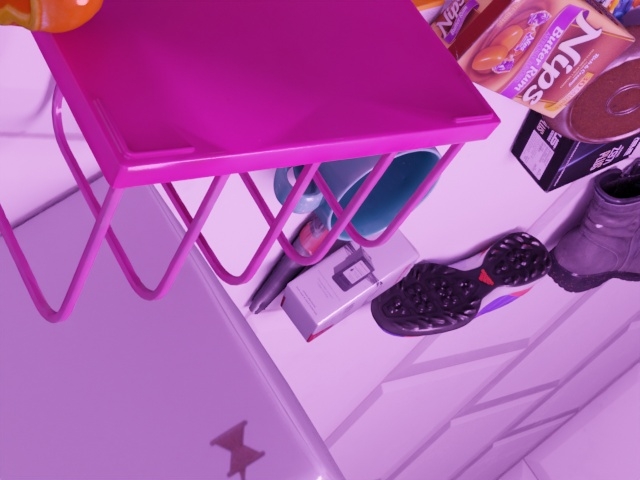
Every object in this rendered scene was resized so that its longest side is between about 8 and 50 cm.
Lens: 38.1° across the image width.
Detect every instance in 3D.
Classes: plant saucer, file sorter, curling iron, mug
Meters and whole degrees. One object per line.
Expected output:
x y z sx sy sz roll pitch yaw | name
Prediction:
0.318 -0.156 0.978 0.168 0.029 0.168 -10 147 -7 | plant saucer
-0.072 -0.084 0.641 0.291 0.202 0.182 -11 150 -38 | file sorter
0.000 0.000 1.053 0.068 0.035 0.274 1 138 -50 | curling iron
0.032 -0.079 0.881 0.129 0.097 0.158 -41 153 17 | mug

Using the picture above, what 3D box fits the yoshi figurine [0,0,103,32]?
-0.005 -0.228 0.481 0.362 0.203 0.203 -23 146 -28 | yoshi figurine

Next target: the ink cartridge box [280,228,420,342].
0.033 0.048 1.104 0.150 0.063 0.109 -34 169 -16 | ink cartridge box

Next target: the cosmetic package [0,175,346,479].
-0.180 0.208 0.870 0.329 0.327 0.393 -31 155 -6 | cosmetic package

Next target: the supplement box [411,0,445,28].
0.063 -0.179 0.815 0.062 0.036 0.098 -21 151 -27 | supplement box

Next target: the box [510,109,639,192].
0.332 -0.159 1.114 0.147 0.077 0.180 -22 152 -24 | box

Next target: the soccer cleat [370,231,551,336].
0.199 0.083 1.354 0.318 0.108 0.116 -20 155 -31 | soccer cleat

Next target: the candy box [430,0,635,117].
0.191 -0.182 0.832 0.187 0.053 0.109 9 133 -48 | candy box

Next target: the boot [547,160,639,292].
0.534 -0.037 1.530 0.338 0.118 0.222 -18 145 -39 | boot

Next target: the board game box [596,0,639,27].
0.307 -0.291 0.884 0.193 0.053 0.305 -18 150 -32 | board game box
